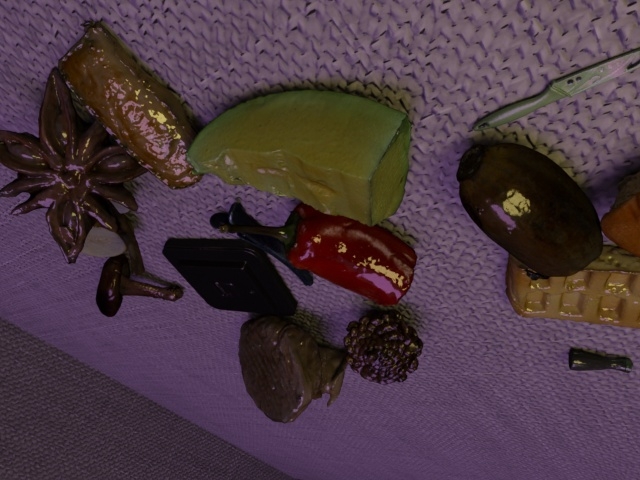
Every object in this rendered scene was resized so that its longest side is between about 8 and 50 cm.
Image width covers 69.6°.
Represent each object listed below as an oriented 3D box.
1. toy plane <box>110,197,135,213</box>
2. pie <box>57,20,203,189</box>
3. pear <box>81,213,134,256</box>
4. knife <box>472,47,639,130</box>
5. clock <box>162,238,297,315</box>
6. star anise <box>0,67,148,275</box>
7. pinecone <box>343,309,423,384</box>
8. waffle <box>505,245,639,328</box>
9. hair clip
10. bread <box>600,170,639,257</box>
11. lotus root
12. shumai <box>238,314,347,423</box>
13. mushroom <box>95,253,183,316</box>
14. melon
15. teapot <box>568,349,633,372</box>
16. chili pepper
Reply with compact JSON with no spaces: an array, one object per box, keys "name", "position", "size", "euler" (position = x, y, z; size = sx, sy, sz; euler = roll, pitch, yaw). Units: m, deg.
[{"name":"toy plane","position":[-0.452,-0.119,0.925],"size":[0.174,0.080,0.174],"euler":[1,132,1]},{"name":"pie","position":[-0.290,-0.201,0.735],"size":[0.129,0.068,0.282],"euler":[-26,117,26]},{"name":"pear","position":[-0.495,-0.032,1.042],"size":[0.141,0.104,0.141],"euler":[-6,148,-4]},{"name":"knife","position":[0.278,-0.177,0.551],"size":[0.207,0.014,0.030],"euler":[-18,130,39]},{"name":"clock","position":[-0.220,0.101,1.128],"size":[0.274,0.049,0.278],"euler":[0,140,25]},{"name":"star anise","position":[-0.423,-0.108,0.814],"size":[0.350,0.109,0.292],"euler":[32,105,-18]},{"name":"pinecone","position":[0.143,0.245,1.054],"size":[0.179,0.149,0.195],"euler":[7,143,18]},{"name":"waffle","position":[0.453,0.078,0.762],"size":[0.274,0.057,0.168],"euler":[3,142,22]},{"name":"hair clip","position":[-0.103,0.022,0.970],"size":[0.083,0.048,0.275],"euler":[-24,127,40]},{"name":"bread","position":[0.489,-0.021,0.563],"size":[0.246,0.121,0.174],"euler":[24,143,-9]},{"name":"lotus root","position":[0.288,-0.039,0.630],"size":[0.241,0.124,0.123],"euler":[35,162,-22]},{"name":"shumai","position":[-0.057,0.322,1.263],"size":[0.314,0.263,0.267],"euler":[40,116,38]},{"name":"mushroom","position":[-0.496,0.143,1.273],"size":[0.218,0.147,0.227],"euler":[15,153,-20]},{"name":"melon","position":[-0.037,-0.127,0.678],"size":[0.324,0.124,0.196],"euler":[15,144,17]},{"name":"teapot","position":[0.577,0.253,0.951],"size":[0.111,0.042,0.042],"euler":[2,141,20]},{"name":"chili pepper","position":[0.000,-0.002,0.815],"size":[0.339,0.131,0.134],"euler":[24,170,-12]}]
